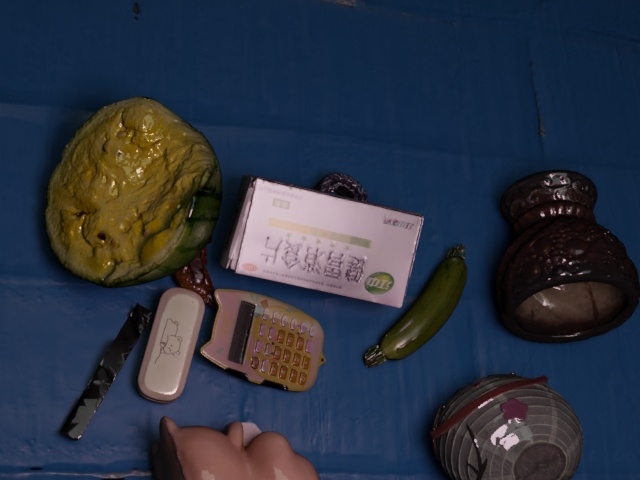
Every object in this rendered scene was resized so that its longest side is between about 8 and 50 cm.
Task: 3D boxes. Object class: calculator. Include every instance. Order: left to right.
[{"bbox_3d":[-0.096,0.179,1.743,0.236,0.033,0.157,21,65,-20],"label":"calculator"}]

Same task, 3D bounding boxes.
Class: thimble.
[{"bbox_3d":[0.035,-0.077,1.893,0.104,0.066,0.095,6,68,-20],"label":"thimble"}]

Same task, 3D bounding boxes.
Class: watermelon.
[{"bbox_3d":[-0.292,-0.059,1.682,0.189,0.331,0.331,26,54,-51],"label":"watermelon"}]

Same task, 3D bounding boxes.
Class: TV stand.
[{"bbox_3d":[-0.354,0.218,1.645,0.036,0.042,0.249,31,62,-7],"label":"TV stand"}]

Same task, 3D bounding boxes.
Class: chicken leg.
[{"bbox_3d":[-0.219,0.049,1.760,0.089,0.048,0.219,-11,73,-24],"label":"chicken leg"}]

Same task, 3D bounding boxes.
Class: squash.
[{"bbox_3d":[0.202,0.132,1.860,0.080,0.071,0.318,20,56,38],"label":"squash"}]

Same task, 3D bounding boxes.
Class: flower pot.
[{"bbox_3d":[0.455,0.023,1.899,0.266,0.266,0.267,8,54,-16],"label":"flower pot"}]

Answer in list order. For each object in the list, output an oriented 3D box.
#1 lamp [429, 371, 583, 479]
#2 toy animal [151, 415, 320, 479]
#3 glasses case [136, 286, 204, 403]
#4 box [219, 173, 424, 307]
[{"bbox_3d":[0.321,0.345,1.728,0.265,0.233,0.233,-18,75,-18],"label":"lamp"},{"bbox_3d":[-0.128,0.390,1.581,0.256,0.195,0.213,1,43,-20],"label":"toy animal"},{"bbox_3d":[-0.254,0.178,1.682,0.083,0.050,0.196,14,70,-9],"label":"glasses case"},{"bbox_3d":[-0.002,-0.001,1.770,0.333,0.145,0.173,13,91,-14],"label":"box"}]
